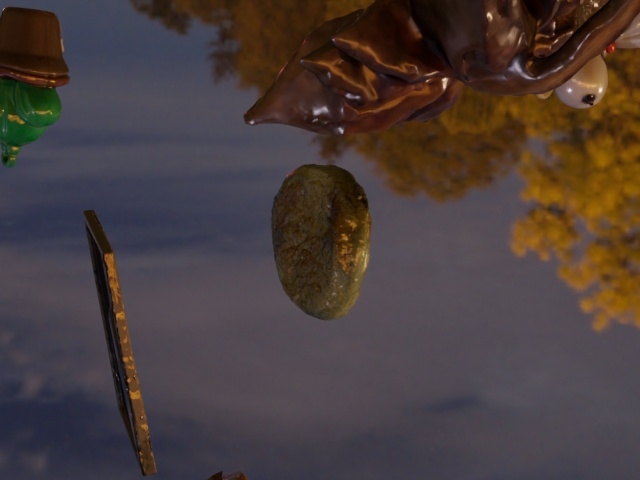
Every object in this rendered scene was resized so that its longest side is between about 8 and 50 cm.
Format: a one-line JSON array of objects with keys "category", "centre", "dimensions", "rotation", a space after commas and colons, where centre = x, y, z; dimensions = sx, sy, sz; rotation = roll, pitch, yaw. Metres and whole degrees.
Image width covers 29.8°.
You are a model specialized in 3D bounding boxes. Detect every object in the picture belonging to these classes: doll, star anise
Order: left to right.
[{"category": "star anise", "centre": [0.105, -0.143, 0.853], "dimensions": [0.350, 0.109, 0.292], "rotation": [-22, -173, 21]}, {"category": "doll", "centre": [0.439, -0.319, 1.886], "dimensions": [0.208, 0.271, 0.144], "rotation": [48, -179, 42]}]

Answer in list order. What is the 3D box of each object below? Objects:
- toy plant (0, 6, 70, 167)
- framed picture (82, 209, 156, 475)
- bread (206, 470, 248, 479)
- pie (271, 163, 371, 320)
[{"category": "toy plant", "centre": [-0.366, -0.186, 1.491], "dimensions": [0.105, 0.200, 0.143], "rotation": [-3, -168, -43]}, {"category": "framed picture", "centre": [-0.295, 0.142, 1.742], "dimensions": [0.022, 0.335, 0.247], "rotation": [-12, -163, -14]}, {"category": "bread", "centre": [-0.196, 0.475, 1.996], "dimensions": [0.212, 0.142, 0.224], "rotation": [-24, 178, -19]}, {"category": "pie", "centre": [0.000, 0.000, 2.058], "dimensions": [0.079, 0.277, 0.277], "rotation": [0, -165, -30]}]
